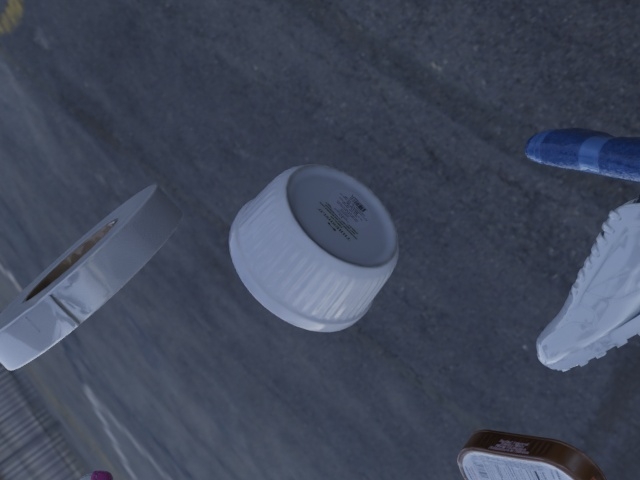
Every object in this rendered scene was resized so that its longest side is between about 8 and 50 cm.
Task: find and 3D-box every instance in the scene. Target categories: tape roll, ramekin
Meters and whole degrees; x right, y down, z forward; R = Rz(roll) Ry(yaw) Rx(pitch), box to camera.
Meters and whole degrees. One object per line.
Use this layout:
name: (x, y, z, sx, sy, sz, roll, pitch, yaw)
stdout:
tape roll: (-0.396, 0.056, 1.500, 0.072, 0.392, 0.392, 50, 158, -15)
ramekin: (0.000, 0.000, 1.120, 0.207, 0.207, 0.109, 49, 129, 12)

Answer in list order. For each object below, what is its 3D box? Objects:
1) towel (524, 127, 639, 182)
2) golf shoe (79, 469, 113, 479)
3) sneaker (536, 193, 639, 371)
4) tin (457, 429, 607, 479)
towel: (0.208, -0.059, 0.624, 0.119, 0.067, 0.029, 18, 108, 42)
golf shoe: (-0.299, 0.406, 1.017, 0.115, 0.140, 0.306, -136, 55, -75)
sneaker: (0.262, 0.020, 0.753, 0.095, 0.090, 0.235, 47, 117, 5)
tin: (0.242, 0.277, 1.043, 0.190, 0.040, 0.106, -5, 122, 49)
